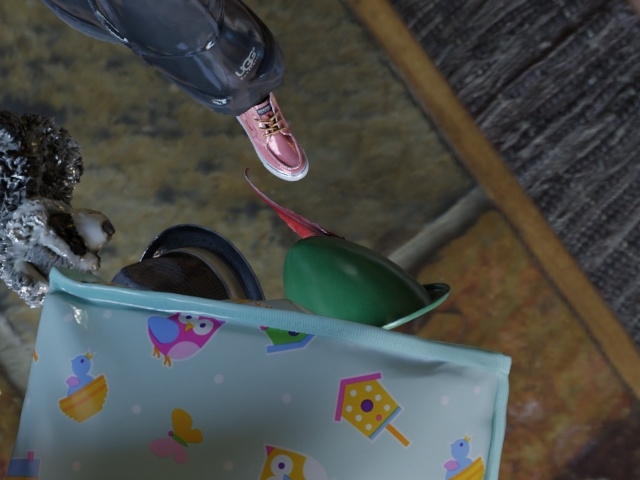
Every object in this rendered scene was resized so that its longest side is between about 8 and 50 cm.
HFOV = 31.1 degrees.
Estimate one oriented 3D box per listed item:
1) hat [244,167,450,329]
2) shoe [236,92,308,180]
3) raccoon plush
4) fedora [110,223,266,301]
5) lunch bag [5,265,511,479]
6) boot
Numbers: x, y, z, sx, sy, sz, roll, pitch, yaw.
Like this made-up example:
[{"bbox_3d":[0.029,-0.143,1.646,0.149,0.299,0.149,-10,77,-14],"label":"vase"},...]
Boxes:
[{"bbox_3d":[0.000,0.000,1.114,0.173,0.208,0.184,-28,98,-59],"label":"hat"},{"bbox_3d":[-0.080,-0.172,1.721,0.063,0.081,0.178,-31,69,-11],"label":"shoe"},{"bbox_3d":[-0.497,0.012,1.683,0.216,0.446,0.299,25,50,-52],"label":"raccoon plush"},{"bbox_3d":[-0.239,0.134,1.867,0.152,0.334,0.334,-3,84,-51],"label":"fedora"},{"bbox_3d":[-0.033,0.145,0.640,0.262,0.160,0.224,10,82,11],"label":"lunch bag"},{"bbox_3d":[-0.239,-0.310,1.036,0.367,0.445,0.146,33,88,23],"label":"boot"}]
